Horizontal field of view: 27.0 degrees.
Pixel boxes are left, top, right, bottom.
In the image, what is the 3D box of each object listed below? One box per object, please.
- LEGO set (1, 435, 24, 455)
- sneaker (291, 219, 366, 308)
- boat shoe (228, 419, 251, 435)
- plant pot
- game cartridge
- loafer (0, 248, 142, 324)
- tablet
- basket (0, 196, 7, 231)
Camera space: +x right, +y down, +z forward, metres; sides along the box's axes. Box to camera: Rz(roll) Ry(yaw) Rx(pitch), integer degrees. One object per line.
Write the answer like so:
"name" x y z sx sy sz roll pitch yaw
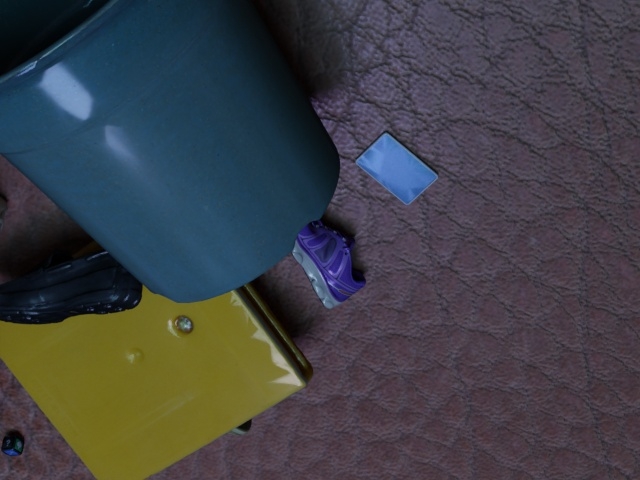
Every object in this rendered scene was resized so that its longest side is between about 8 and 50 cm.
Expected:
"LEGO set" -0.509 0.228 1.727 0.244 0.060 0.182 8 150 -3
"sneaker" 0.000 0.000 1.551 0.071 0.068 0.170 -29 124 4
"boat shoe" -0.159 0.204 1.686 0.153 0.056 0.048 30 126 -10
"plant pot" -0.168 -0.137 1.338 0.341 0.341 0.334 -26 124 19
"game cartridge" -0.215 0.130 1.615 0.324 0.052 0.285 -32 100 24
"loafer" -0.304 0.051 1.548 0.223 0.078 0.076 -10 162 25
"tablet" 0.087 -0.081 1.515 0.083 0.006 0.054 39 117 -16
"basket" -0.556 0.052 1.478 0.328 0.331 0.266 28 114 -12
